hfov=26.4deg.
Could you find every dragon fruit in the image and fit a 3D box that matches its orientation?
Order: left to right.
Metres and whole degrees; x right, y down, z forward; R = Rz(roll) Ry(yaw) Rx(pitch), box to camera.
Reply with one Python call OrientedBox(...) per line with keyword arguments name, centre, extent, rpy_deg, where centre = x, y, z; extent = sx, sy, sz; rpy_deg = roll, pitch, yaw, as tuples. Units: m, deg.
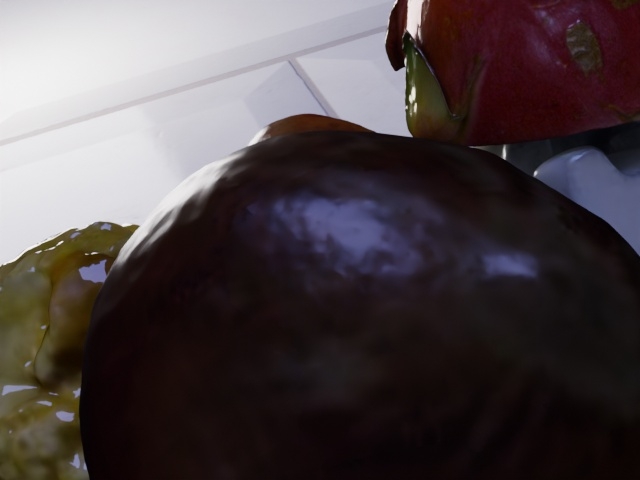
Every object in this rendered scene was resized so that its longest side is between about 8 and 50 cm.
OrientedBox(name="dragon fruit", centre=(0.194, -0.203, 1.174), extent=(0.290, 0.189, 0.290), rpy_deg=(-12, 14, 3))

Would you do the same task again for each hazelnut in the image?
OrientedBox(name="hazelnut", centre=(0.051, 0.096, 0.916), extent=(0.420, 0.421, 0.353), rpy_deg=(-2, 45, 19))

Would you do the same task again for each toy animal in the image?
OrientedBox(name="toy animal", centre=(0.229, -0.004, 1.255), extent=(0.196, 0.241, 0.367), rpy_deg=(-17, 15, -21))

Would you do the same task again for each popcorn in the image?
OrientedBox(name="popcorn", centre=(-0.203, 0.141, 1.138), extent=(0.332, 0.225, 0.265), rpy_deg=(-34, 71, 4))

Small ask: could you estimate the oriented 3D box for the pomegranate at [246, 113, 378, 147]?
OrientedBox(name="pomegranate", centre=(0.002, -0.015, 1.171), extent=(0.191, 0.191, 0.191), rpy_deg=(-10, 30, 6))
